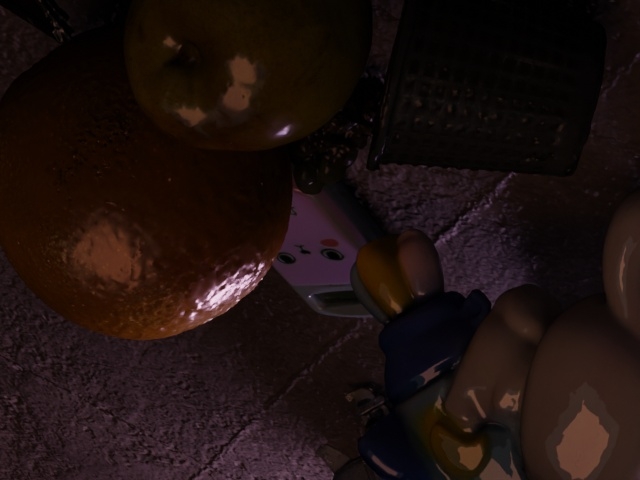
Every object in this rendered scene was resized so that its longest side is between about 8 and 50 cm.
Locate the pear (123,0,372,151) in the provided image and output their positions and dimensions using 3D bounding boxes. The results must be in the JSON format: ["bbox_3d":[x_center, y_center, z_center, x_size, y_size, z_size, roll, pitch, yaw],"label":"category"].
[{"bbox_3d":[-0.056,-0.161,1.462,0.200,0.200,0.200,18,149,11],"label":"pear"}]

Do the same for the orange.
[{"bbox_3d":[-0.156,-0.051,1.632,0.274,0.274,0.274,18,149,11],"label":"orange"}]

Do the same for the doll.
[{"bbox_3d":[0.186,0.138,1.689,0.365,0.376,0.187,4,174,39],"label":"doll"}]

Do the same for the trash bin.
[{"bbox_3d":[0.129,-0.123,1.438,0.161,0.175,0.175,11,149,1],"label":"trash bin"}]

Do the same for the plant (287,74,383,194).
[{"bbox_3d":[0.007,-0.094,1.646,0.087,0.085,0.174,47,156,9],"label":"plant"}]

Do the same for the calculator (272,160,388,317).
[{"bbox_3d":[0.000,0.000,1.823,0.141,0.045,0.246,-3,141,39],"label":"calculator"}]

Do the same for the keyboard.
[{"bbox_3d":[-0.272,-0.223,1.591,0.231,0.023,0.072,33,161,51],"label":"keyboard"}]

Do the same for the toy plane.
[{"bbox_3d":[0.109,0.228,2.035,0.262,0.192,0.088,-29,167,37],"label":"toy plane"}]
